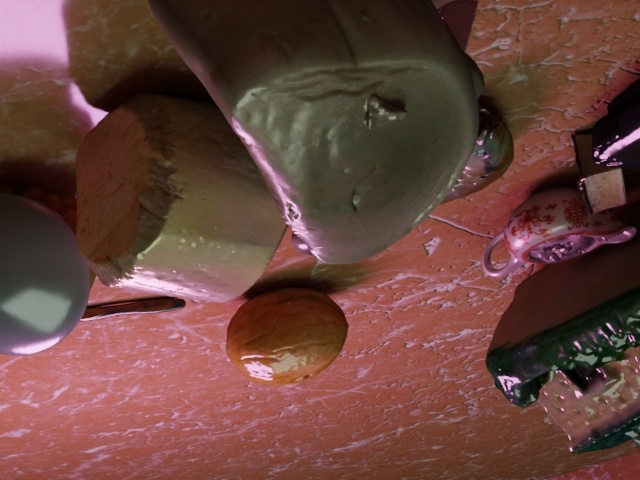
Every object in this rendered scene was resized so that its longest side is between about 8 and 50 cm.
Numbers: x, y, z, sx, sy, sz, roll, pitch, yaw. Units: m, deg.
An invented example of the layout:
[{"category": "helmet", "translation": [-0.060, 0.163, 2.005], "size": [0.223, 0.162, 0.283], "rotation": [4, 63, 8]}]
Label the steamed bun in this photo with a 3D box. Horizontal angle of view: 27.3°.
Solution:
[{"category": "steamed bun", "translation": [0.019, -0.159, 1.272], "size": [0.236, 0.247, 0.383], "rotation": [-32, 148, 3]}]

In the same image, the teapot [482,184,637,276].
[{"category": "teapot", "translation": [0.337, -0.013, 1.922], "size": [0.159, 0.116, 0.245], "rotation": [-3, 159, -48]}]

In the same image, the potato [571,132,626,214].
[{"category": "potato", "translation": [0.375, -0.093, 1.769], "size": [0.061, 0.086, 0.122], "rotation": [-11, 152, 14]}]

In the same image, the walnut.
[{"category": "walnut", "translation": [-0.054, 0.155, 2.144], "size": [0.206, 0.159, 0.159], "rotation": [-12, 159, -11]}]

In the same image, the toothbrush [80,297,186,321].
[{"category": "toothbrush", "translation": [-0.375, 0.118, 2.104], "size": [0.321, 0.023, 0.031], "rotation": [-6, 166, -7]}]

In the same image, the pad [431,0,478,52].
[{"category": "pad", "translation": [0.056, -0.191, 1.511], "size": [0.220, 0.004, 0.330], "rotation": [-7, 158, -4]}]

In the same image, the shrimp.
[{"category": "shrimp", "translation": [0.145, -0.094, 1.713], "size": [0.287, 0.068, 0.185], "rotation": [-21, 157, 37]}]

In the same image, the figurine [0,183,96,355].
[{"category": "figurine", "translation": [-0.364, 0.058, 1.734], "size": [0.224, 0.205, 0.382], "rotation": [-5, 167, 9]}]

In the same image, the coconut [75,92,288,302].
[{"category": "coconut", "translation": [-0.144, -0.045, 1.511], "size": [0.244, 0.239, 0.239], "rotation": [10, 152, -40]}]

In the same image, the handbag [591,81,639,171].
[{"category": "handbag", "translation": [0.490, -0.145, 1.605], "size": [0.244, 0.088, 0.275], "rotation": [12, 158, -17]}]

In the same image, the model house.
[{"category": "model house", "translation": [0.495, 0.168, 1.937], "size": [0.343, 0.334, 0.382], "rotation": [48, 129, -11]}]

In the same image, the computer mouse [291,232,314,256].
[{"category": "computer mouse", "translation": [0.000, 0.002, 1.927], "size": [0.066, 0.039, 0.096], "rotation": [-23, 155, 33]}]
